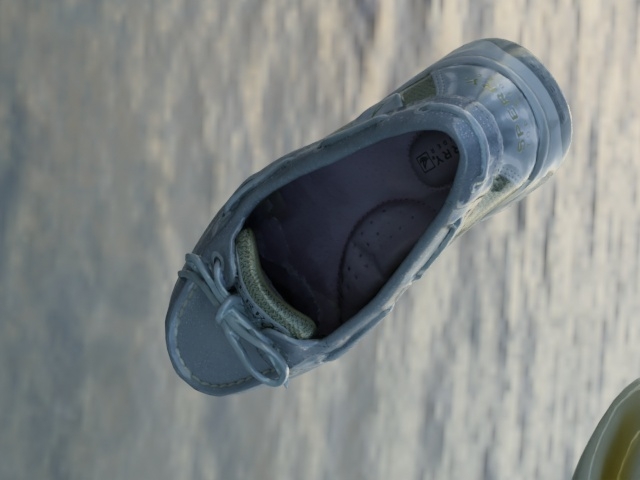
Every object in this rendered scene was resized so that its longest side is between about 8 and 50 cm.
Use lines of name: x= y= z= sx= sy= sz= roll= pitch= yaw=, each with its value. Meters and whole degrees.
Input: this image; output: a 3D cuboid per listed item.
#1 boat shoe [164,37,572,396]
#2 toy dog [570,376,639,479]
boat shoe: x=0.002 y=0.002 z=1.024 sx=0.103 sy=0.320 sz=0.118 roll=-31 pitch=87 yaw=-49
toy dog: x=0.250 y=0.205 z=0.895 sx=0.395 sy=0.285 sz=0.408 roll=-88 pitch=-159 yaw=-62
